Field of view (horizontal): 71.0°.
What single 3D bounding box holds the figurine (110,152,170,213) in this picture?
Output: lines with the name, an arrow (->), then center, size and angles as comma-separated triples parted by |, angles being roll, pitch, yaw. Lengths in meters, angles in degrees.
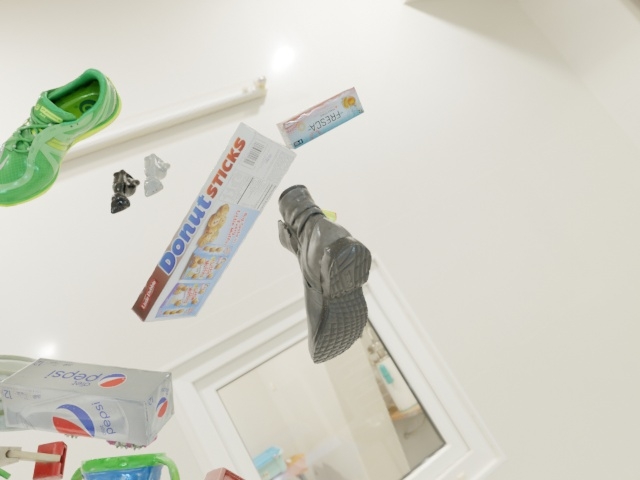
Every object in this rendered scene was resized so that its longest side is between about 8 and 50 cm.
figurine -> -0.633, -0.193, 1.570 | 0.214, 0.209, 0.092 | -26, -51, 4

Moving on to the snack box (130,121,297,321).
snack box -> -0.087, -0.008, 0.376 | 0.178, 0.022, 0.064 | -56, -23, 11

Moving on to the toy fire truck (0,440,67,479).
toy fire truck -> -0.429, 0.282, 0.575 | 0.135, 0.047, 0.192 | -4, -31, -6

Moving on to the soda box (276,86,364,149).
soda box -> 0.000, -0.265, 0.972 | 0.183, 0.063, 0.058 | -30, 21, -12

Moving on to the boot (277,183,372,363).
boot -> -0.006, 0.070, 0.898 | 0.118, 0.223, 0.338 | -15, -47, -29

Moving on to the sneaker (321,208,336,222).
sneaker -> 0.000, 0.000, 1.225 | 0.094, 0.081, 0.208 | 0, -47, -9

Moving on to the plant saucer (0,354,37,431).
plant saucer -> -0.810, 0.380, 1.146 | 0.400, 0.101, 0.400 | -7, -37, -6

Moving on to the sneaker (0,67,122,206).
sneaker -> -0.470, -0.189, 0.766 | 0.295, 0.109, 0.123 | -58, 2, -21

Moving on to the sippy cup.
sippy cup -> -0.568, 0.738, 1.284 | 0.240, 0.224, 0.305 | 18, -33, -40

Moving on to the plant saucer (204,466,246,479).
plant saucer -> -0.186, 0.687, 1.152 | 0.048, 0.258, 0.259 | -59, 1, -10

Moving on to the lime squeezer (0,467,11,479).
lime squeezer -> -0.836, 0.472, 0.954 | 0.310, 0.110, 0.059 | 14, -62, -41

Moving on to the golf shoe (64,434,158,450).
golf shoe -> -0.525, 0.389, 1.057 | 0.306, 0.140, 0.115 | 31, -56, -28

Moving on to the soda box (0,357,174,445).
soda box -> -0.420, 0.289, 0.817 | 0.286, 0.091, 0.098 | 3, 14, 9
